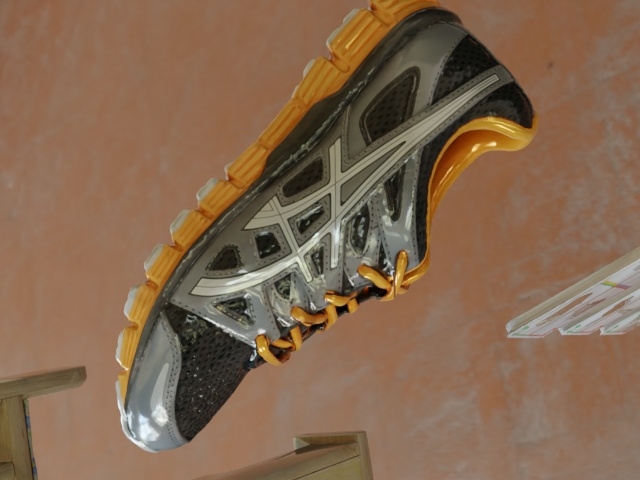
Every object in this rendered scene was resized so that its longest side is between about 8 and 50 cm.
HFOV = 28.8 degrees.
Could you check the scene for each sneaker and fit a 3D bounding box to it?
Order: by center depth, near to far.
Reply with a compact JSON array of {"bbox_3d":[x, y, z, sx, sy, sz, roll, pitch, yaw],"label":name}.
[{"bbox_3d":[0.000,0.000,0.487,0.083,0.084,0.215,37,90,12],"label":"sneaker"}]

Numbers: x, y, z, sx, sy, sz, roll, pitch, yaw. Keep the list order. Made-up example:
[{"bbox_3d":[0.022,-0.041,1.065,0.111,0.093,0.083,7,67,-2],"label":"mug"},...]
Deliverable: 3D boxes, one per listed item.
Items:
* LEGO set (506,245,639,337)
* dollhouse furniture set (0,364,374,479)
[{"bbox_3d":[0.186,-0.042,0.455,0.244,0.182,0.060,-33,73,21],"label":"LEGO set"},{"bbox_3d":[-0.110,0.169,0.632,0.242,0.161,0.212,-9,88,37],"label":"dollhouse furniture set"}]
